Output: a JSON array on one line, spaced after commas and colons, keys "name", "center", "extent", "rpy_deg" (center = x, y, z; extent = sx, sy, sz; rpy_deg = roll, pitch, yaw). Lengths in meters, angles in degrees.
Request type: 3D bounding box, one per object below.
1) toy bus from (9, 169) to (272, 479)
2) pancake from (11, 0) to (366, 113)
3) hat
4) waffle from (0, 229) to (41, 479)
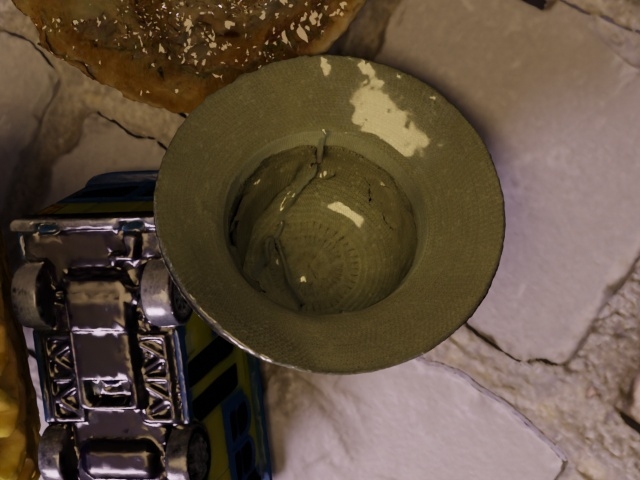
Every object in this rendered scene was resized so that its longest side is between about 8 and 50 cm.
[{"name": "toy bus", "center": [-0.138, 0.100, 1.443], "extent": [0.138, 0.175, 0.288], "rpy_deg": [-1, 105, 18]}, {"name": "pancake", "center": [-0.116, -0.265, 1.397], "extent": [0.356, 0.065, 0.356], "rpy_deg": [5, 105, 19]}, {"name": "hat", "center": [0.000, 0.000, 1.368], "extent": [0.257, 0.257, 0.130], "rpy_deg": [39, 157, 8]}, {"name": "waffle", "center": [-0.271, 0.063, 1.448], "extent": [0.062, 0.329, 0.329], "rpy_deg": [-13, 101, -7]}]
